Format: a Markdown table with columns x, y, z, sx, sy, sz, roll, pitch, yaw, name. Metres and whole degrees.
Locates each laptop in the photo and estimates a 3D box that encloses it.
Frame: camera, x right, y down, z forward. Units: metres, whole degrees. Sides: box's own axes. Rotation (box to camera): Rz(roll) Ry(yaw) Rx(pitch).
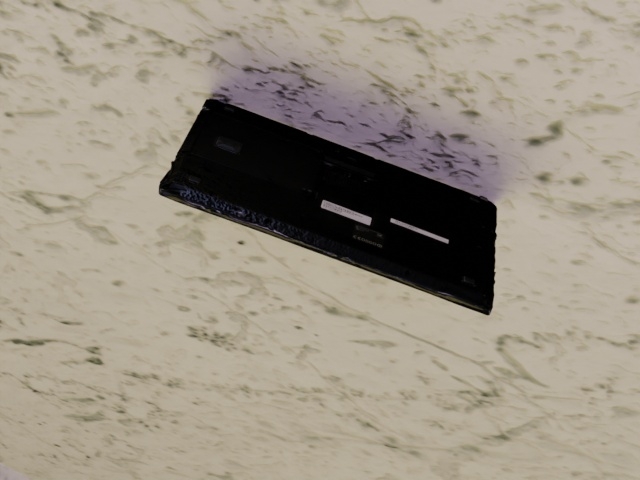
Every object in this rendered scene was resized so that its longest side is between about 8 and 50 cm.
| x | y | z | sx | sy | sz | roll | pitch | yaw | name |
| --- | --- | --- | --- | --- | --- | --- | --- | --- | --- |
| 0.000 | 0.000 | 1.099 | 0.234 | 0.264 | 0.136 | 20 | 117 | -2 | laptop |
